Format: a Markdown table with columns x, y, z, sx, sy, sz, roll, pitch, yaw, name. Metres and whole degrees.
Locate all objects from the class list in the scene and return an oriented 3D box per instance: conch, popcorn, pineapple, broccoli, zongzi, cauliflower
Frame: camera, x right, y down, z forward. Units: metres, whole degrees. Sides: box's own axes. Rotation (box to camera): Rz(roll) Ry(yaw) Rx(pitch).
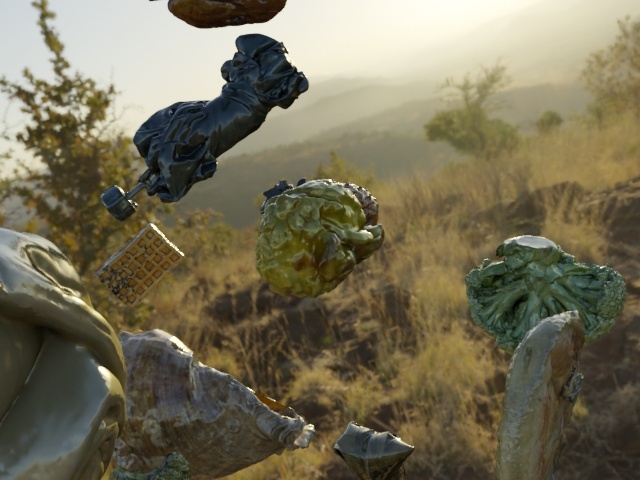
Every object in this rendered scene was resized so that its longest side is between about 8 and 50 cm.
| x | y | z | sx | sy | sz | roll | pitch | yaw | name |
| --- | --- | --- | --- | --- | --- | --- | --- | --- | --- |
| -0.192 | 0.285 | 1.166 | 0.352 | 0.209 | 0.297 | 29 | 1 | 20 | conch |
| 0.000 | 0.000 | 1.437 | 0.252 | 0.205 | 0.236 | 8 | 40 | -2 | popcorn |
| -0.011 | -0.073 | 1.687 | 0.279 | 0.157 | 0.158 | 12 | -7 | -31 | pineapple |
| -0.215 | 0.330 | 0.936 | 0.131 | 0.120 | 0.130 | -60 | 3 | -38 | broccoli |
| 0.156 | 0.471 | 1.512 | 0.204 | 0.204 | 0.094 | -9 | 32 | 44 | zongzi |
| 0.415 | 0.082 | 1.421 | 0.275 | 0.250 | 0.272 | -25 | 32 | 2 | cauliflower |

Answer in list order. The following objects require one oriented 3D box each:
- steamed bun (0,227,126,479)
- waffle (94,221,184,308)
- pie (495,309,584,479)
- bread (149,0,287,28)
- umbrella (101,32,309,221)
| x | y | z | sx | sy | sz | roll | pitch | yaw | name |
| --- | --- | --- | --- | --- | --- | --- | --- | --- | --- |
| -0.313 | 0.165 | 0.631 | 0.342 | 0.255 | 0.367 | -43 | 1 | 11 | steamed bun |
| -0.340 | 0.048 | 1.398 | 0.148 | 0.102 | 0.042 | -43 | 21 | -1 | waffle |
| 0.348 | 0.277 | 1.178 | 0.075 | 0.337 | 0.337 | 15 | 30 | 32 | pie |
| -0.205 | -0.515 | 1.556 | 0.344 | 0.124 | 0.084 | -20 | 1 | -40 | bread |
| -0.172 | -0.158 | 1.055 | 0.349 | 0.094 | 0.143 | -39 | 43 | -3 | umbrella |
